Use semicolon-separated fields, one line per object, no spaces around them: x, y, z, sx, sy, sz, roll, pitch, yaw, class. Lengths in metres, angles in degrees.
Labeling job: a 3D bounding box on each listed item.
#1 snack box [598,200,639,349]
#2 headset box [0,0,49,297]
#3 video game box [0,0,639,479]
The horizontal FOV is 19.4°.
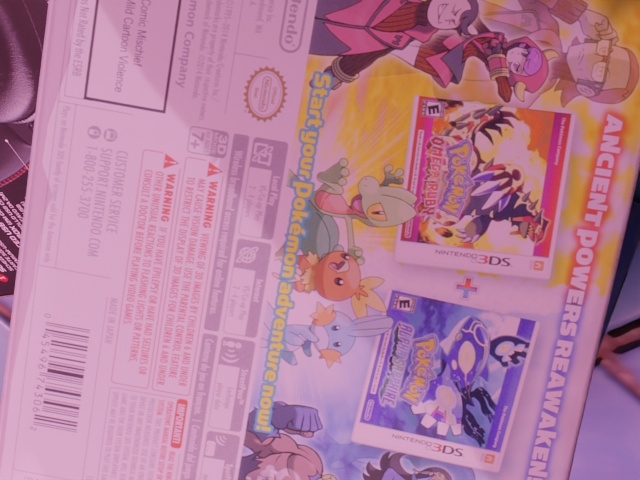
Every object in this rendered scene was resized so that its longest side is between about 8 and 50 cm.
0.037;0.081;0.784;0.070;0.174;0.207;31;141;-5;snack box
-0.129;-0.091;0.735;0.293;0.110;0.218;-8;130;36;headset box
0.000;0.000;0.601;0.187;0.048;0.205;11;109;2;video game box
